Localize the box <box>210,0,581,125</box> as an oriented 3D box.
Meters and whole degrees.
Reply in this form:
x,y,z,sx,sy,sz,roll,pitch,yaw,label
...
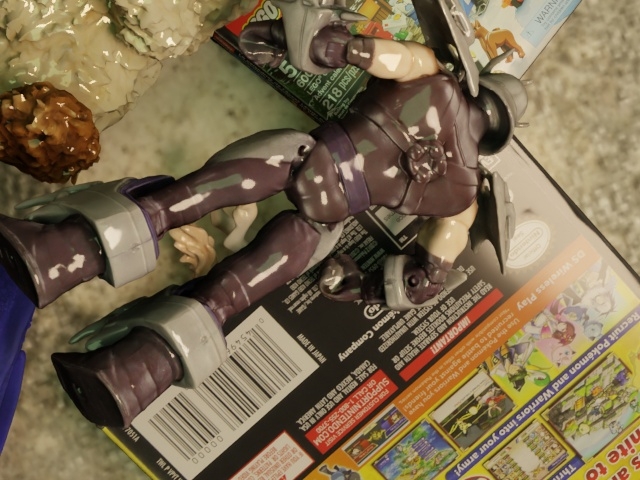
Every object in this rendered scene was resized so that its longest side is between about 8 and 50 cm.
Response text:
x,y,z,sx,sy,sz,roll,pitch,yaw,label
0.068,-0.161,0.943,0.159,0.044,0.233,38,87,-3,box

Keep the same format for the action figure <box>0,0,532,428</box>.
x,y,z,sx,sy,sz,roll,pitch,yaw,label
-0.011,-0.026,0.788,0.285,0.099,0.185,-27,106,-20,action figure

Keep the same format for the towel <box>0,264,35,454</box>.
x,y,z,sx,sy,sz,roll,pitch,yaw,label
-0.322,0.075,0.869,0.308,0.076,0.227,18,54,-4,towel

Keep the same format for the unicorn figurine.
x,y,z,sx,sy,sz,roll,pitch,yaw,label
0.000,0.000,0.927,0.162,0.060,0.111,-7,124,14,unicorn figurine

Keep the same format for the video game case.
x,y,z,sx,sy,sz,roll,pitch,yaw,label
0.058,0.093,0.902,0.275,0.035,0.248,-42,103,5,video game case

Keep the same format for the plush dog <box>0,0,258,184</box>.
x,y,z,sx,sy,sz,roll,pitch,yaw,label
-0.114,-0.146,0.861,0.225,0.262,0.210,-42,130,16,plush dog
